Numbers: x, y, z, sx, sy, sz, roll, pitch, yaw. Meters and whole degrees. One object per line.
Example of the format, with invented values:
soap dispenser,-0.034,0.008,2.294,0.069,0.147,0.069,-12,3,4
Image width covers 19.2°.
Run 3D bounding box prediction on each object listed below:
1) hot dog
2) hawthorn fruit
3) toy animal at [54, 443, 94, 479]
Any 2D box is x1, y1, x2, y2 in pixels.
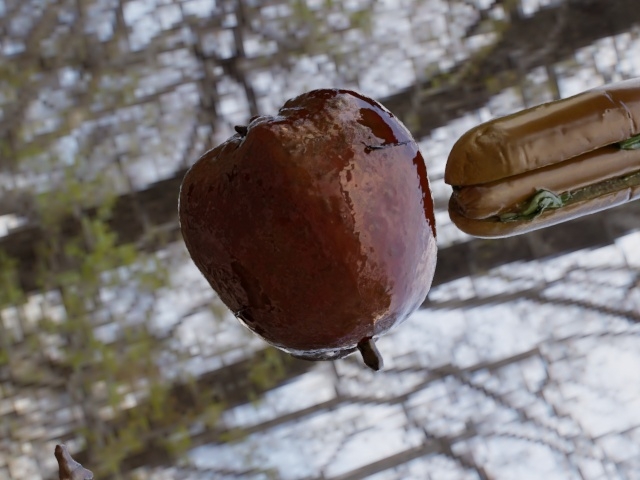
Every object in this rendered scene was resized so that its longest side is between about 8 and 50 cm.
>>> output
hot dog,0.207,-0.065,1.431,0.068,0.249,0.100,44,-34,50
hawthorn fruit,0.000,0.000,1.342,0.185,0.185,0.202,-19,-88,56
toy animal,-0.287,0.259,1.628,0.066,0.229,0.224,-36,-132,37
